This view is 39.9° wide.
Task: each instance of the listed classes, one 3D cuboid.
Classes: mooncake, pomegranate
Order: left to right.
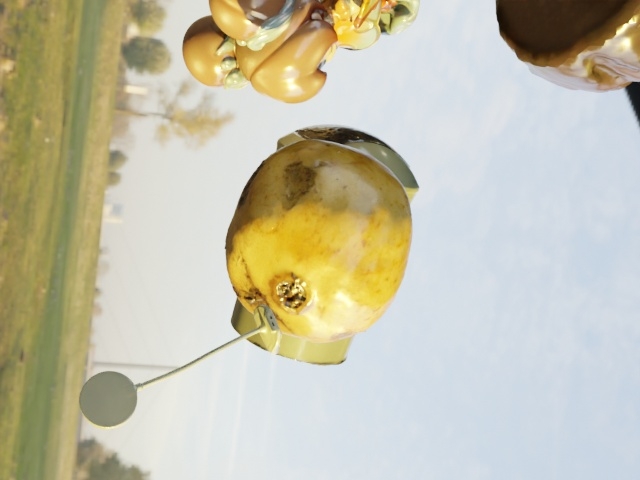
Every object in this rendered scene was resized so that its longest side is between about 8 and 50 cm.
[{"bbox_3d":[0.000,0.000,1.132,0.260,0.260,0.260,-174,-90,-75],"label":"pomegranate"},{"bbox_3d":[0.439,-0.415,1.367,0.351,0.212,0.381,6,-100,54],"label":"mooncake"}]

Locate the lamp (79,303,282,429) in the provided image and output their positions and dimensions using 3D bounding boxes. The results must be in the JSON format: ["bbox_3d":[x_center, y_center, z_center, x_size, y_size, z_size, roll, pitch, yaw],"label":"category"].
[{"bbox_3d":[-0.124,0.117,0.807,0.050,0.198,0.056,62,-23,13],"label":"lamp"}]

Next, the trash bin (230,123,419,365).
[{"bbox_3d":[0.006,-0.006,1.681,0.280,0.280,0.432,-127,-126,-69],"label":"trash bin"}]

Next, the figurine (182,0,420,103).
[{"bbox_3d":[-0.025,-0.388,1.525,0.388,0.248,0.276,-44,179,-32],"label":"figurine"}]
